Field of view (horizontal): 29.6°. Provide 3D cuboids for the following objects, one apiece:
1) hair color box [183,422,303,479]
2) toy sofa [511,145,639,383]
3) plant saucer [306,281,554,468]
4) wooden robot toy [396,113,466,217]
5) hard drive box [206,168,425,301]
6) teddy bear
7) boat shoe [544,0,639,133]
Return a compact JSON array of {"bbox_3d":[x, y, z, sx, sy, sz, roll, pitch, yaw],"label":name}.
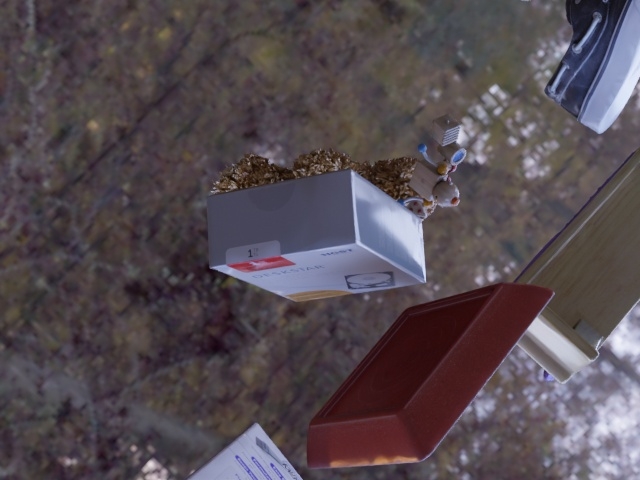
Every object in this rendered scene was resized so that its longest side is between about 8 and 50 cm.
[{"bbox_3d":[-0.111,0.381,1.639,0.110,0.185,0.339,-40,175,14],"label":"hair color box"},{"bbox_3d":[0.405,0.027,1.733,0.362,0.150,0.177,-45,173,-20],"label":"toy sofa"},{"bbox_3d":[0.107,0.144,1.363,0.259,0.047,0.258,-46,-168,-28],"label":"plant saucer"},{"bbox_3d":[0.170,-0.081,1.648,0.076,0.079,0.173,-12,135,-38],"label":"wooden robot toy"},{"bbox_3d":[0.000,0.000,1.425,0.181,0.089,0.232,-10,163,23],"label":"hard drive box"},{"bbox_3d":[0.006,-0.050,1.780,0.245,0.338,0.113,112,-17,-48],"label":"teddy bear"},{"bbox_3d":[0.306,-0.241,1.264,0.108,0.102,0.301,-47,162,-29],"label":"boat shoe"}]
